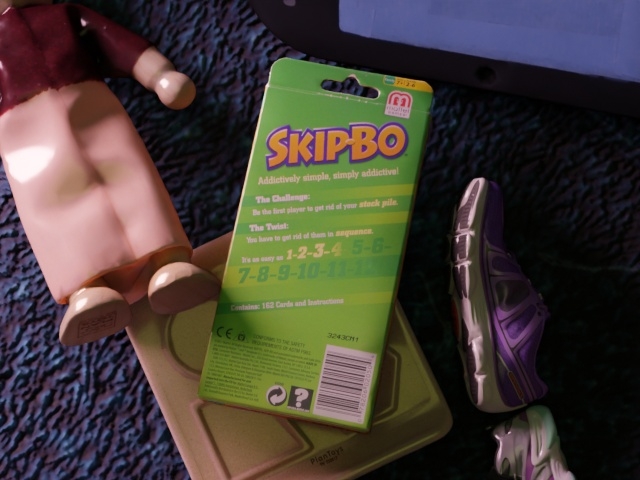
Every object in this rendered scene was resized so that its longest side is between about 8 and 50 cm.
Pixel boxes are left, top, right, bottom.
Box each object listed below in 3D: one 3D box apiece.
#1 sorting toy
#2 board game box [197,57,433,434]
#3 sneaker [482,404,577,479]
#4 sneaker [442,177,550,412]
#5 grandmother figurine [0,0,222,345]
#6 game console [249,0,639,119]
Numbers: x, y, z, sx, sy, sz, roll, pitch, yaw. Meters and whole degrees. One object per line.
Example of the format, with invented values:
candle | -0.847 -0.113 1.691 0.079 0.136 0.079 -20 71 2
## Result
sorting toy | -0.029 0.087 1.017 0.193 0.038 0.208 -25 76 2
board game box | 0.000 0.000 0.991 0.124 0.039 0.259 11 80 5
sneaker | 0.147 0.173 0.986 0.069 0.038 0.098 -20 71 4
sneaker | 0.131 0.038 1.000 0.071 0.068 0.170 -7 90 -10
grandmother figurine | -0.202 -0.097 1.017 0.208 0.104 0.342 -15 71 -23
game console | 0.124 -0.249 0.901 0.387 0.342 0.060 13 44 16
